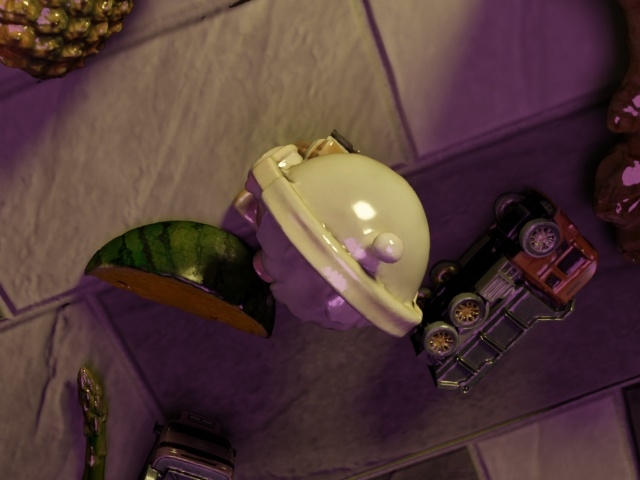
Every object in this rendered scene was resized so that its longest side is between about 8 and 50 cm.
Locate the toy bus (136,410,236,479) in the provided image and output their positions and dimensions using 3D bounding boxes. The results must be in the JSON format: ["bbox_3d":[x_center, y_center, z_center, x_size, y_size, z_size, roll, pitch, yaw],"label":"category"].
[{"bbox_3d":[-0.152,0.262,0.650,0.086,0.098,0.178,23,110,-12],"label":"toy bus"}]

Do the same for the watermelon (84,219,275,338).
[{"bbox_3d":[-0.111,0.040,0.576,0.181,0.075,0.092,25,111,-15],"label":"watermelon"}]

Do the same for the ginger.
[{"bbox_3d":[0.311,-0.093,0.565,0.166,0.080,0.333,-19,110,-10],"label":"ginger"}]

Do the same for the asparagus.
[{"bbox_3d":[-0.235,0.229,0.664,0.034,0.027,0.236,4,111,-18],"label":"asparagus"}]

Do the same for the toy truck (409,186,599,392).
[{"bbox_3d":[0.160,0.049,0.601,0.092,0.083,0.192,37,105,-17],"label":"toy truck"}]

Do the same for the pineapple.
[{"bbox_3d":[-0.144,-0.228,0.460,0.251,0.125,0.125,-40,109,5],"label":"pineapple"}]

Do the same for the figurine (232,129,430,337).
[{"bbox_3d":[0.003,-0.002,0.491,0.141,0.237,0.162,-45,111,4],"label":"figurine"}]
